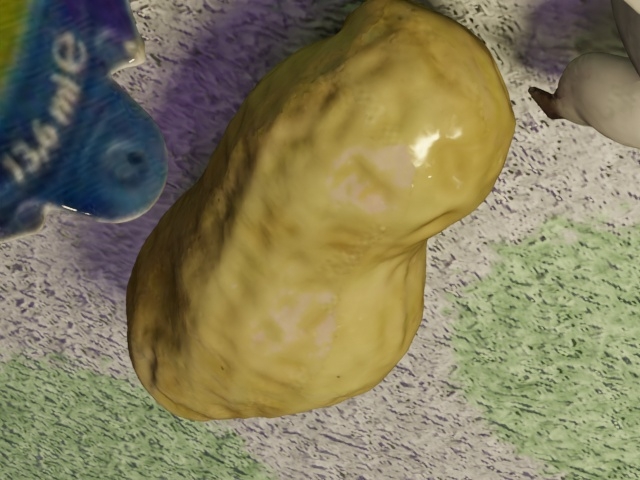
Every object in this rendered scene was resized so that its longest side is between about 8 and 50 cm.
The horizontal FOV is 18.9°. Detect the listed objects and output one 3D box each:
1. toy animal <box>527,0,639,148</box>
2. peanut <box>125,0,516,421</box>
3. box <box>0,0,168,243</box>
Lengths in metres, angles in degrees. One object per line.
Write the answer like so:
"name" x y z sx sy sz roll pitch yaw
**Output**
"toy animal" 0.161 -0.123 0.764 0.208 0.154 0.325 17 145 17
"peanut" 0.000 0.000 0.988 0.148 0.147 0.319 30 137 -10
"box" -0.239 -0.080 0.961 0.291 0.262 0.206 28 153 -22
